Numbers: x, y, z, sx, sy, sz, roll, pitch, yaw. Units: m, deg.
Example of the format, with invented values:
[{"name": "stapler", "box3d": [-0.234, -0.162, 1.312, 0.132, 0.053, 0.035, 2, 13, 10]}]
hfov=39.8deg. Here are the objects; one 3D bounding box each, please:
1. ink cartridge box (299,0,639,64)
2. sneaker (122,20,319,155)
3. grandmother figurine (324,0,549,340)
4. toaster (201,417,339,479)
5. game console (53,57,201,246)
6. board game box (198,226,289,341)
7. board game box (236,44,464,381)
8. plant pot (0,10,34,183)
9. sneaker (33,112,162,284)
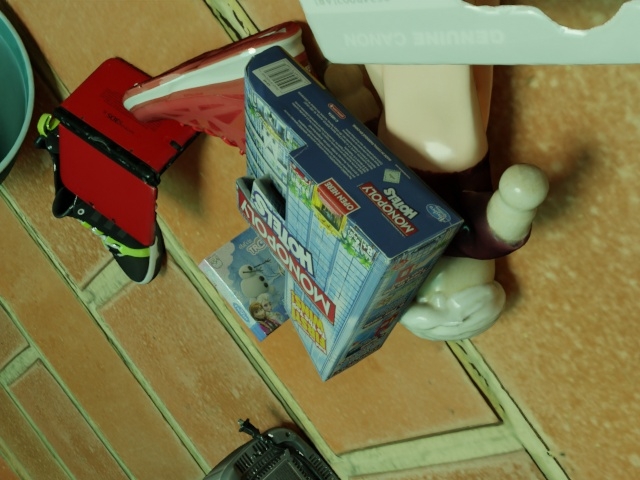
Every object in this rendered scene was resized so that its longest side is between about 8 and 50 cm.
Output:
[{"name": "ink cartridge box", "box3d": [0.080, -0.248, 0.308, 0.308, 0.091, 0.385, 8, 136, 36]}, {"name": "sneaker", "box3d": [-0.078, -0.093, 0.741, 0.221, 0.087, 0.128, -4, 116, 52]}, {"name": "grandmother figurine", "box3d": [0.078, -0.063, 0.586, 0.208, 0.104, 0.342, -125, 19, -50]}, {"name": "toaster", "box3d": [-0.055, 0.318, 1.042, 0.227, 0.129, 0.146, 51, 148, 0]}, {"name": "game console", "box3d": [-0.185, -0.088, 0.863, 0.144, 0.124, 0.085, 33, 163, 26]}, {"name": "board game box", "box3d": [-0.050, 0.032, 0.814, 0.090, 0.090, 0.020, 49, 143, 4]}, {"name": "board game box", "box3d": [0.000, 0.000, 0.615, 0.194, 0.060, 0.194, 48, 151, 31]}, {"name": "plant pot", "box3d": [-0.475, -0.136, 1.024, 0.271, 0.272, 0.255, 54, 159, -2]}, {"name": "sneaker", "box3d": [-0.254, -0.041, 0.979, 0.084, 0.097, 0.234, 15, 131, 42]}]
